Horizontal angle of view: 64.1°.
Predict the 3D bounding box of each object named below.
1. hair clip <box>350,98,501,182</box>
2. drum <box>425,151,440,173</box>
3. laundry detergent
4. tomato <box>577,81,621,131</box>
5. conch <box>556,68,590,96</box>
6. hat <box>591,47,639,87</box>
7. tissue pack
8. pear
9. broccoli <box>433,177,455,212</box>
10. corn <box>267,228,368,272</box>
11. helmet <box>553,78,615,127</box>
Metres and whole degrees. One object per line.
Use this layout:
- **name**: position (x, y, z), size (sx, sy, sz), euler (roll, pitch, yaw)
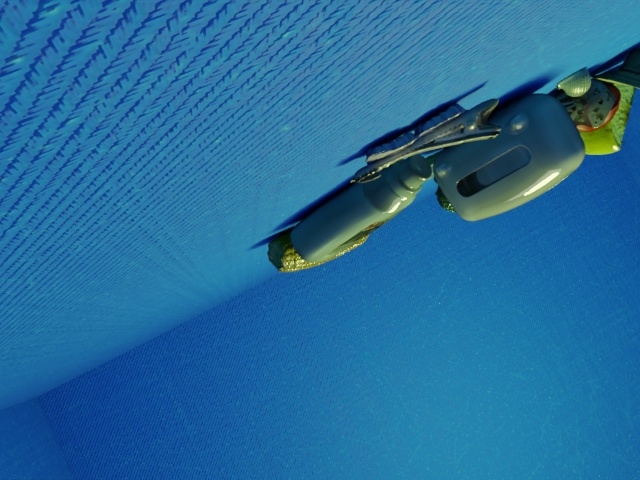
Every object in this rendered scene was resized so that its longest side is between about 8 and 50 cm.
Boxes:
- **hair clip**: position (0.183, -0.176, 0.926), size (0.292, 0.085, 0.106), euler (-23, -179, 5)
- **drum**: position (0.385, -0.243, 1.483), size (0.253, 0.049, 0.130), euler (-27, 175, -7)
- **laundry detergent**: position (0.119, -0.089, 1.239), size (0.264, 0.125, 0.398), euler (-22, 171, -40)
- **tomato**: position (0.781, -0.375, 1.503), size (0.189, 0.099, 0.173), euler (-12, -135, 35)
- **conch**: position (0.656, -0.399, 1.309), size (0.085, 0.057, 0.076), euler (-28, 163, -7)
- **hat**: position (0.903, -0.477, 1.423), size (0.252, 0.252, 0.110), euler (-21, 132, -54)
- **tissue pack**: position (0.445, -0.193, 1.243), size (0.333, 0.230, 0.236), euler (-33, 175, 41)
- **pear**: position (0.877, -0.426, 1.683), size (0.239, 0.139, 0.288), euler (-5, -120, 65)
- **broccoli**: position (0.500, -0.215, 1.672), size (0.254, 0.269, 0.269), euler (15, -172, 15)
- **corn**: position (0.000, 0.000, 1.480), size (0.344, 0.131, 0.131), euler (-22, 173, -35)
- **helmet**: position (0.701, -0.381, 1.400), size (0.176, 0.107, 0.153), euler (-1, -132, 47)
